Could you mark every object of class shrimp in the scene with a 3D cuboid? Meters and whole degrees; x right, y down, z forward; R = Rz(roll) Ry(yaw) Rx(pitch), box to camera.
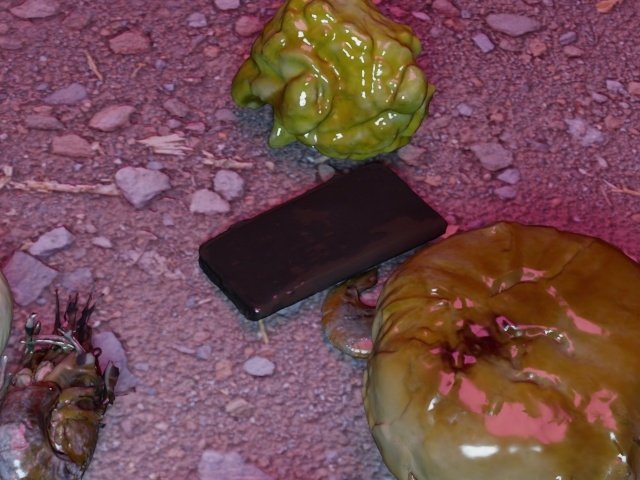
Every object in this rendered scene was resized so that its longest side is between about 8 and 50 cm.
[{"bbox_3d":[-0.315,0.162,1.684,0.145,0.116,0.343,36,34,-27],"label":"shrimp"},{"bbox_3d":[0.076,0.078,1.849,0.132,0.052,0.187,31,49,18],"label":"shrimp"}]

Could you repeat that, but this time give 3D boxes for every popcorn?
[{"bbox_3d":[0.027,-0.221,1.980,0.250,0.242,0.235,44,49,10],"label":"popcorn"}]

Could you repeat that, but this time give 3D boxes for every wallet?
[{"bbox_3d":[0.000,0.000,1.896,0.309,0.042,0.165,-26,46,-25],"label":"wallet"}]

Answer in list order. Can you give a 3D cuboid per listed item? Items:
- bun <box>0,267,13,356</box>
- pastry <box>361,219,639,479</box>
[{"bbox_3d":[-0.539,0.095,1.646,0.361,0.213,0.361,9,29,-5],"label":"bun"},{"bbox_3d":[0.238,0.166,1.676,0.409,0.245,0.410,2,51,-2],"label":"pastry"}]
